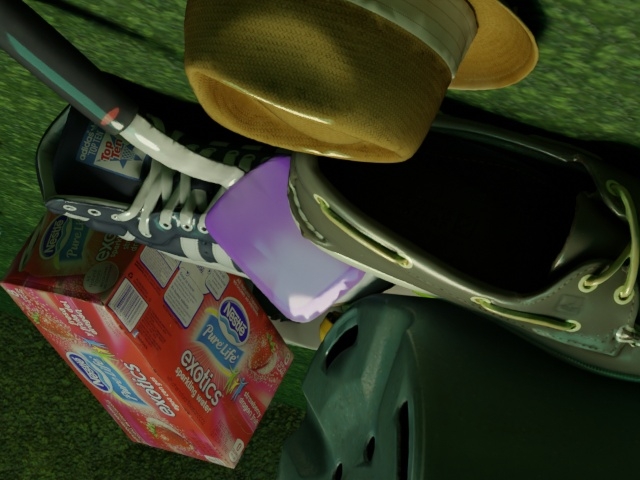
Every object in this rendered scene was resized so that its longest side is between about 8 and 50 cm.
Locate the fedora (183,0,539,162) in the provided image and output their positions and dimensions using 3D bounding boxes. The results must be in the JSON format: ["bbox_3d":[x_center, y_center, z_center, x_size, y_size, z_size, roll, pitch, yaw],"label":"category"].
[{"bbox_3d":[-0.002,-0.083,0.755,0.194,0.079,0.194,17,169,3],"label":"fedora"}]

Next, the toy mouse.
[{"bbox_3d":[-0.025,0.058,1.590,0.143,0.031,0.161,32,-168,4],"label":"toy mouse"}]

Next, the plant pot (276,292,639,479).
[{"bbox_3d":[0.161,0.184,1.059,0.334,0.341,0.341,12,172,-17],"label":"plant pot"}]

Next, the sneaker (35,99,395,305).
[{"bbox_3d":[-0.068,-0.034,1.083,0.282,0.099,0.153,7,164,47],"label":"sneaker"}]

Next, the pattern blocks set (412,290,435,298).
[{"bbox_3d":[0.190,0.049,1.298,0.285,0.026,0.325,8,167,39],"label":"pattern blocks set"}]

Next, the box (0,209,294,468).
[{"bbox_3d":[-0.142,0.070,1.466,0.123,0.128,0.257,11,149,34],"label":"box"}]

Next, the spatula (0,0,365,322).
[{"bbox_3d":[-0.092,-0.059,0.986,0.296,0.030,0.084,38,122,-23],"label":"spatula"}]

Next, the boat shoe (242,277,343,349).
[{"bbox_3d":[-0.070,0.062,1.660,0.070,0.077,0.219,7,167,42],"label":"boat shoe"}]

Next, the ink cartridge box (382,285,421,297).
[{"bbox_3d":[0.079,0.162,1.574,0.119,0.207,0.353,19,171,7],"label":"ink cartridge box"}]

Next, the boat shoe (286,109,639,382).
[{"bbox_3d":[0.127,0.003,0.922,0.305,0.109,0.091,18,171,4],"label":"boat shoe"}]
